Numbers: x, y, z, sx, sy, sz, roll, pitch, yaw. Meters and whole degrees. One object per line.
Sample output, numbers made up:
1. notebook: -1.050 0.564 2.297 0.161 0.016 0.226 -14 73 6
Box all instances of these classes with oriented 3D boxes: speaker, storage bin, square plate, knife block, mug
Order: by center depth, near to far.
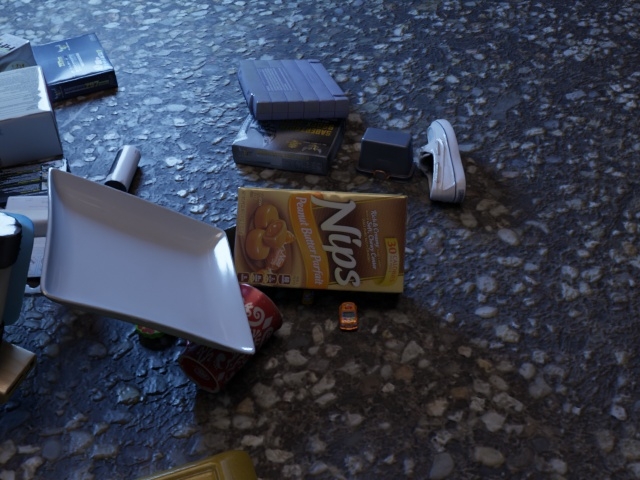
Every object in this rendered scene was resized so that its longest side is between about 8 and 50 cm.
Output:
1. knife block: -0.628 0.165 1.229 0.275 0.242 0.088 -14 34 33
2. square plate: -0.290 0.039 1.259 0.344 0.049 0.347 22 27 -29
3. mug: -0.168 0.177 1.342 0.150 0.113 0.169 -23 22 52
4. storage bin: 0.147 -0.194 1.731 0.135 0.091 0.098 11 44 15
5. speaker: -0.448 -0.156 1.736 0.055 0.055 0.136 2 43 4

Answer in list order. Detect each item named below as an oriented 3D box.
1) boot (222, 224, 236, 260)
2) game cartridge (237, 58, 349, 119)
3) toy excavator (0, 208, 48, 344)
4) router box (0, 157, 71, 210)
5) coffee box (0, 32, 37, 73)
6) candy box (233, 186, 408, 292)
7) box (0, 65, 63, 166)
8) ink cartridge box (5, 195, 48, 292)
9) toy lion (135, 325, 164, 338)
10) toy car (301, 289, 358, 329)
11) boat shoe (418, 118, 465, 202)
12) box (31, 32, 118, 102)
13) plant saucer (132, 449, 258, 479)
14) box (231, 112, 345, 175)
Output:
1. boot: -0.070 -0.001 1.545 0.305 0.112 0.115 -9 13 -2
2. game cartridge: -0.079 -0.377 1.906 0.230 0.068 0.355 -7 30 -9
3. toy excavator: -0.566 0.005 1.279 0.433 0.222 0.445 9 20 -25
4. router box: -0.650 -0.117 1.706 0.179 0.046 0.133 -10 43 -9
5. coffee box: -0.852 -0.409 1.965 0.098 0.141 0.246 22 47 23
6. candy box: 0.000 0.000 1.440 0.316 0.183 0.087 3 -1 1
7. box: -0.722 -0.304 1.855 0.148 0.127 0.232 -15 44 -14
8. ink cartridge box: -0.563 0.014 1.571 0.189 0.066 0.232 -1 63 0
9. toy lion: -0.308 0.136 1.430 0.096 0.034 0.100 -38 53 -24
10. toy car: 0.015 0.126 1.418 0.122 0.040 0.060 11 44 13
11. boat shoe: 0.260 -0.185 1.714 0.084 0.095 0.258 0 41 -5
12. box: -0.673 -0.476 2.093 0.183 0.059 0.233 -19 45 -16
13. plant saucer: -0.219 0.446 1.045 0.333 0.081 0.333 -14 43 -13
14. box: -0.072 -0.242 1.817 0.231 0.056 0.183 9 43 12
